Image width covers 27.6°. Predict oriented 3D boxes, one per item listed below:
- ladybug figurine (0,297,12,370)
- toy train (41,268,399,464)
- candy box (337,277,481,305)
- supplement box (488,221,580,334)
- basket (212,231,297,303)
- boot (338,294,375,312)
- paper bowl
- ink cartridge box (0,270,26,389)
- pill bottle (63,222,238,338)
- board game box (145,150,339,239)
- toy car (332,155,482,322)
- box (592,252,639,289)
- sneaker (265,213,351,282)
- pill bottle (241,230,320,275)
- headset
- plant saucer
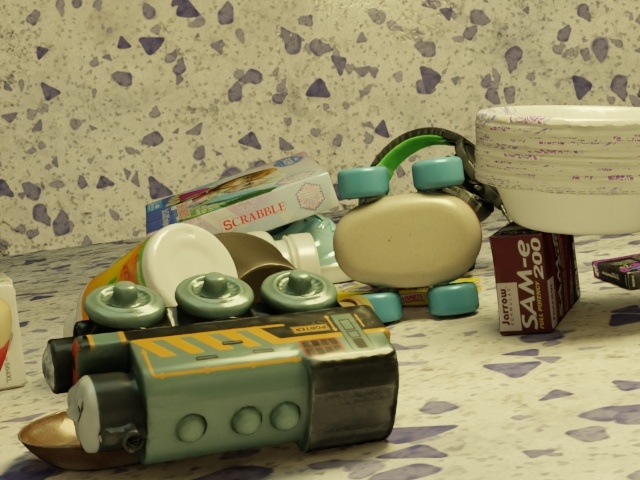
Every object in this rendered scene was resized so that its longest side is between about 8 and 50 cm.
[{"bbox_3d":[-0.538,0.161,1.458,0.449,0.162,0.305,-14,8,-43],"label":"ladybug figurine"},{"bbox_3d":[-0.085,0.121,1.222,0.334,0.142,0.190,-4,27,-21],"label":"toy train"},{"bbox_3d":[0.133,0.080,2.013,0.206,0.027,0.105,-3,5,35],"label":"candy box"},{"bbox_3d":[0.288,0.037,1.729,0.073,0.130,0.239,-5,7,21],"label":"supplement box"},{"bbox_3d":[-0.100,0.078,1.782,0.204,0.154,0.227,-12,11,-19],"label":"basket"},{"bbox_3d":[-0.089,0.136,1.526,0.269,0.089,0.236,-9,-7,-22],"label":"boot"},{"bbox_3d":[0.335,-0.091,1.631,0.284,0.148,0.284,-1,9,0],"label":"paper bowl"},{"bbox_3d":[-0.469,0.121,1.809,0.086,0.148,0.203,-9,6,-18],"label":"ink cartridge box"},{"bbox_3d":[-0.227,0.085,1.675,0.136,0.136,0.246,-14,-13,-46],"label":"pill bottle"},{"bbox_3d":[-0.147,-0.061,2.280,0.318,0.066,0.318,-19,12,-5],"label":"board game box"},{"bbox_3d":[0.131,-0.002,1.920,0.210,0.219,0.238,-7,1,6],"label":"toy car"},{"bbox_3d":[0.480,0.042,1.921,0.116,0.029,0.162,-9,5,-5],"label":"box"},{"bbox_3d":[0.000,0.000,2.343,0.366,0.150,0.135,-10,8,-19],"label":"sneaker"},{"bbox_3d":[-0.122,0.053,2.091,0.229,0.131,0.131,-9,6,-13],"label":"pill bottle"},{"bbox_3d":[0.214,-0.051,2.154,0.394,0.243,0.185,28,2,38],"label":"headset"},{"bbox_3d":[-0.203,0.195,1.319,0.199,0.036,0.198,-8,5,1],"label":"plant saucer"}]
